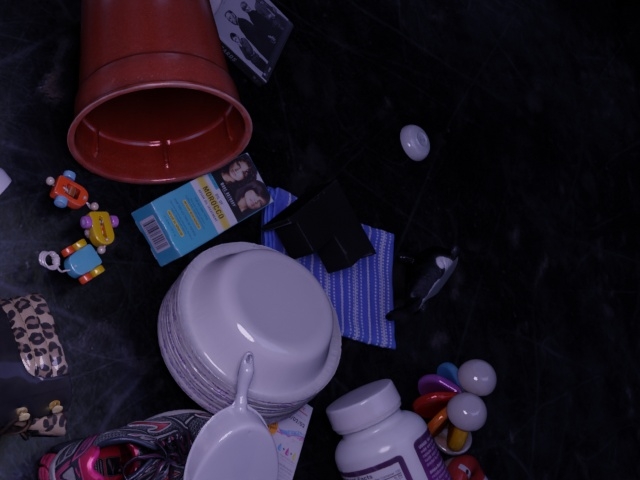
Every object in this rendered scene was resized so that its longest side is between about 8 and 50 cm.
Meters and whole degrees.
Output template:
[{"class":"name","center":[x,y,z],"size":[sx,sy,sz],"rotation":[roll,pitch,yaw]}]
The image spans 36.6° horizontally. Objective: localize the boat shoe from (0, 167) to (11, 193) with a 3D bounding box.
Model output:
[{"class":"boat shoe","center":[-0.527,-0.034,1.217],"size":[0.301,0.108,0.102],"rotation":[-42,108,-39]}]

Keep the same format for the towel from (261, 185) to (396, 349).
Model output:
[{"class":"towel","center":[0.022,0.053,1.780],"size":[0.336,0.040,0.243],"rotation":[20,60,-39]}]

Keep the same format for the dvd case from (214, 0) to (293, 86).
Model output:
[{"class":"dvd case","center":[-0.163,-0.426,1.808],"size":[0.239,0.030,0.179],"rotation":[41,48,-25]}]

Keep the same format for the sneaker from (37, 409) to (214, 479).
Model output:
[{"class":"sneaker","center":[-0.236,0.307,1.352],"size":[0.299,0.112,0.120],"rotation":[-8,78,-48]}]

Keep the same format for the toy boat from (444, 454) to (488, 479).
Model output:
[{"class":"toy boat","center":[0.310,0.501,1.790],"size":[0.231,0.151,0.151],"rotation":[55,43,-13]}]

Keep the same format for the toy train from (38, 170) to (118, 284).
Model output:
[{"class":"toy train","center":[-0.364,-0.013,1.415],"size":[0.125,0.046,0.166],"rotation":[28,52,-33]}]

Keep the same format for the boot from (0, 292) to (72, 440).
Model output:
[{"class":"boot","center":[-0.436,0.238,1.130],"size":[0.284,0.138,0.377],"rotation":[-6,75,-38]}]

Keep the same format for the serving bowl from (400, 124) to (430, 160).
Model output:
[{"class":"serving bowl","center":[0.210,-0.215,2.096],"size":[0.083,0.027,0.083],"rotation":[21,59,-39]}]

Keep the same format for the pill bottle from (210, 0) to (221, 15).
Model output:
[{"class":"pill bottle","center":[-0.260,-0.472,1.649],"size":[0.117,0.117,0.215],"rotation":[-7,64,-47]}]

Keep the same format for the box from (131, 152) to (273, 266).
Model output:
[{"class":"box","center":[-0.189,-0.054,1.596],"size":[0.244,0.060,0.100],"rotation":[-35,99,-47]}]

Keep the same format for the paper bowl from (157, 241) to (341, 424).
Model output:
[{"class":"paper bowl","center":[-0.095,0.129,1.494],"size":[0.284,0.148,0.284],"rotation":[20,47,-24]}]

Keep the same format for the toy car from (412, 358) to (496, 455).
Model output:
[{"class":"toy car","center":[0.245,0.306,1.838],"size":[0.136,0.159,0.182],"rotation":[21,50,6]}]

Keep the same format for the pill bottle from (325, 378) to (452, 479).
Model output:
[{"class":"pill bottle","center":[0.127,0.396,1.638],"size":[0.169,0.169,0.301],"rotation":[-26,92,-48]}]

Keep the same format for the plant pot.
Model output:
[{"class":"plant pot","center":[-0.257,-0.268,1.491],"size":[0.272,0.272,0.265],"rotation":[14,55,-41]}]

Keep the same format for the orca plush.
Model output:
[{"class":"orca plush","center":[0.183,0.070,1.900],"size":[0.102,0.151,0.287],"rotation":[30,40,12]}]

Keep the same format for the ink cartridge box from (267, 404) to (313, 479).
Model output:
[{"class":"ink cartridge box","center":[-0.079,0.294,1.553],"size":[0.104,0.062,0.181],"rotation":[39,48,-27]}]

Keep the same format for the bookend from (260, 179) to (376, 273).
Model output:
[{"class":"bookend","center":[0.000,0.000,1.702],"size":[0.156,0.072,0.157],"rotation":[-42,108,-44]}]

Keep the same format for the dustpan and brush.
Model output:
[{"class":"dustpan and brush","center":[-0.114,0.264,1.368],"size":[0.147,0.060,0.211],"rotation":[8,103,-34]}]
